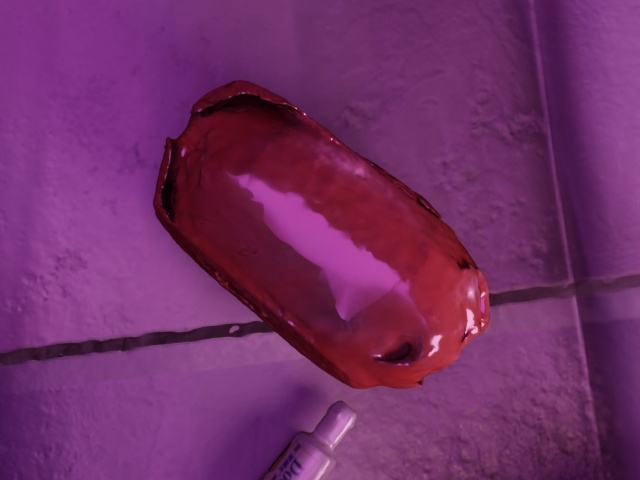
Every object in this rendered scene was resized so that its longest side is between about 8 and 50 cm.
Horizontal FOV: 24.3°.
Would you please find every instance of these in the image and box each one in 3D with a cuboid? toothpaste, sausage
[{"bbox_3d":[-0.057,0.230,1.163,0.255,0.067,0.037,-52,131,-4],"label":"toothpaste"},{"bbox_3d":[0.000,0.000,1.121,0.280,0.152,0.152,38,88,2],"label":"sausage"}]
